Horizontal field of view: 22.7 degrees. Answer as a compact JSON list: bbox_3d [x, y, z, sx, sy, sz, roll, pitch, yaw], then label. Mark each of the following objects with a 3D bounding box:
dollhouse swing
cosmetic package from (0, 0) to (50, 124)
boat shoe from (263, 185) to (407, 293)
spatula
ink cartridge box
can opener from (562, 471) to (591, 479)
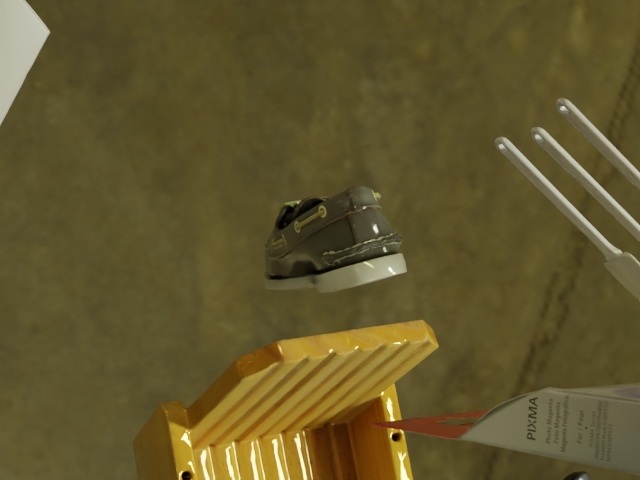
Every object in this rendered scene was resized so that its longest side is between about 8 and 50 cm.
[{"bbox_3d":[-0.007,0.291,2.015,0.347,0.305,0.315,-5,80,-34],"label":"dollhouse swing"},{"bbox_3d":[-0.409,-0.082,1.331,0.365,0.197,0.155,-63,158,-14],"label":"cosmetic package"},{"bbox_3d":[0.004,-0.001,1.577,0.109,0.305,0.091,-16,93,-15],"label":"boat shoe"},{"bbox_3d":[0.271,-0.027,1.424,0.242,0.168,0.019,46,68,-4],"label":"spatula"},{"bbox_3d":[0.184,0.121,1.153,0.189,0.232,0.066,3,97,-52],"label":"ink cartridge box"},{"bbox_3d":[0.170,0.177,0.929,0.073,0.059,0.186,-55,143,-11],"label":"can opener"}]
